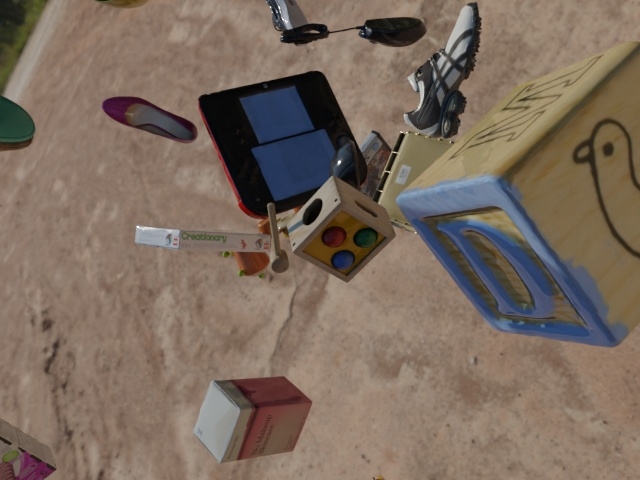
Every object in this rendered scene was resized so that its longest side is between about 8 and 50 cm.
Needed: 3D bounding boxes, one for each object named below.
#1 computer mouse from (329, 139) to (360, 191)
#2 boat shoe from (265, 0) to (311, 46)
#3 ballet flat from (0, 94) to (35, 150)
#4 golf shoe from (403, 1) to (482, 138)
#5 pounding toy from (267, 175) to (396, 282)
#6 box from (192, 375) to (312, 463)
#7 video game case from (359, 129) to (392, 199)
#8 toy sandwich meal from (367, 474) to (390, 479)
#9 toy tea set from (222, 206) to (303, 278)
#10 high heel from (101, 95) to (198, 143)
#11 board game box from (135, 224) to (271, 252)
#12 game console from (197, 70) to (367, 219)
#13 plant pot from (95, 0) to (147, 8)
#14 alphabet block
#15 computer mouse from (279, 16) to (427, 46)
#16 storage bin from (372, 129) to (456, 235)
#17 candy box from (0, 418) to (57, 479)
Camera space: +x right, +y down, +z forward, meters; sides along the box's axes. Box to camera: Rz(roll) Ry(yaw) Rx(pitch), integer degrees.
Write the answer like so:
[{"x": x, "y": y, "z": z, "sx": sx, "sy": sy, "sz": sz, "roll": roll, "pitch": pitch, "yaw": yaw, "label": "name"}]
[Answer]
[{"x": 0.056, "y": -0.079, "z": 1.479, "sx": 0.262, "sy": 0.060, "sz": 0.184, "roll": 84, "pitch": 178, "yaw": -59, "label": "computer mouse"}, {"x": -0.101, "y": -0.606, "z": 1.845, "sx": 0.076, "sy": 0.080, "sz": 0.228, "roll": -36, "pitch": 75, "yaw": 38, "label": "boat shoe"}, {"x": -0.562, "y": -0.163, "z": 0.926, "sx": 0.124, "sy": 0.342, "sz": 0.116, "roll": -33, "pitch": 75, "yaw": 22, "label": "ballet flat"}, {"x": 0.175, "y": -0.249, "z": 0.986, "sx": 0.077, "sy": 0.094, "sz": 0.198, "roll": 0, "pitch": -76, "yaw": -77, "label": "golf shoe"}, {"x": -0.011, "y": 0.000, "z": 1.167, "sx": 0.206, "sy": 0.181, "sz": 0.094, "roll": -46, "pitch": 33, "yaw": 23, "label": "pounding toy"}, {"x": -0.158, "y": 0.420, "z": 1.626, "sx": 0.127, "sy": 0.232, "sz": 0.149, "roll": 32, "pitch": 107, "yaw": 41, "label": "box"}, {"x": 0.154, "y": -0.155, "z": 2.065, "sx": 0.035, "sy": 0.275, "sz": 0.248, "roll": 32, "pitch": 82, "yaw": 44, "label": "video game case"}, {"x": 0.082, "y": 0.419, "z": 1.138, "sx": 0.029, "sy": 0.085, "sz": 0.085, "roll": 47, "pitch": 118, "yaw": 12, "label": "toy sandwich meal"}, {"x": -0.129, "y": 0.001, "z": 2.064, "sx": 0.336, "sy": 0.124, "sz": 0.200, "roll": -29, "pitch": 19, "yaw": -4, "label": "toy tea set"}, {"x": -0.431, "y": -0.303, "z": 1.735, "sx": 0.082, "sy": 0.244, "sz": 0.117, "roll": -65, "pitch": 22, "yaw": 10, "label": "high heel"}, {"x": -0.307, "y": -0.003, "z": 1.818, "sx": 0.193, "sy": 0.305, "sz": 0.053, "roll": 6, "pitch": 93, "yaw": 42, "label": "board game box"}, {"x": -0.084, "y": -0.250, "z": 1.736, "sx": 0.060, "sy": 0.386, "sz": 0.342, "roll": -26, "pitch": 85, "yaw": 58, "label": "game console"}, {"x": -0.391, "y": -0.519, "z": 1.367, "sx": 0.134, "sy": 0.095, "sz": 0.134, "roll": -3, "pitch": 82, "yaw": 21, "label": "plant pot"}, {"x": 0.227, "y": -0.038, "z": 0.653, "sx": 0.197, "sy": 0.192, "sz": 0.193, "roll": -43, "pitch": 13, "yaw": -16, "label": "alphabet block"}, {"x": 0.054, "y": -0.329, "z": 1.112, "sx": 0.071, "sy": 0.242, "sz": 0.041, "roll": -102, "pitch": 8, "yaw": -54, "label": "computer mouse"}, {"x": 0.299, "y": -0.147, "z": 1.890, "sx": 0.260, "sy": 0.123, "sz": 0.262, "roll": 23, "pitch": 90, "yaw": 40, "label": "storage bin"}, {"x": -0.704, "y": 0.473, "z": 1.459, "sx": 0.159, "sy": 0.233, "sz": 0.071, "roll": -38, "pitch": 46, "yaw": -7, "label": "candy box"}]
